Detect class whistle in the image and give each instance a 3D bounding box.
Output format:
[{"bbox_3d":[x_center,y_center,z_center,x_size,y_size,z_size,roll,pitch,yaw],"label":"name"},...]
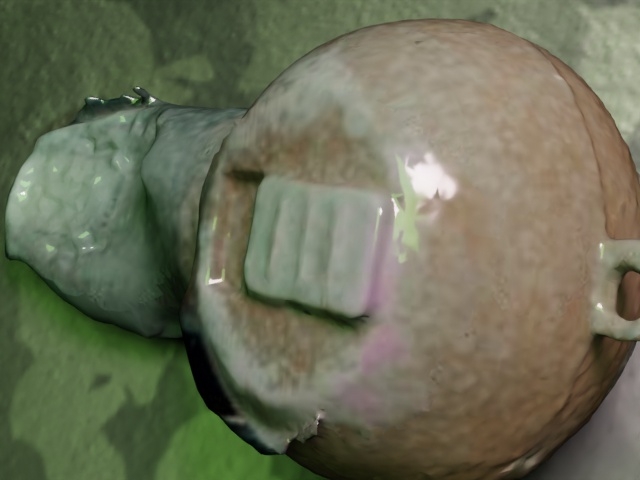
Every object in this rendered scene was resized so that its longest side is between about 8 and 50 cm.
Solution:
[{"bbox_3d":[0.000,0.000,0.590,0.348,0.189,0.189,10,71,44],"label":"whistle"}]
